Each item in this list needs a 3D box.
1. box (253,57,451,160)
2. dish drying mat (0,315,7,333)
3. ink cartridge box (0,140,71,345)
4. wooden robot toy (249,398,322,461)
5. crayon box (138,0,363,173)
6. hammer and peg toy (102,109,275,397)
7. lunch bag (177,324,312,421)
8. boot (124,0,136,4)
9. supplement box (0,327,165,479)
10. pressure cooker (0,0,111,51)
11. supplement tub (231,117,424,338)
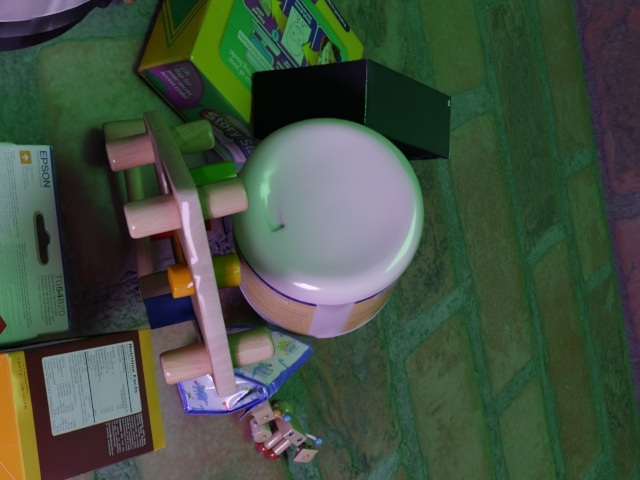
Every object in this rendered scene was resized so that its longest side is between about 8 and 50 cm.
[{"bbox_3d":[0.052,-0.178,1.457,0.261,0.184,0.103,8,80,-57],"label":"box"},{"bbox_3d":[-0.355,0.067,1.045,0.083,0.008,0.032,62,37,-29],"label":"dish drying mat"},{"bbox_3d":[-0.373,0.004,1.081,0.224,0.045,0.223,-3,87,-57],"label":"ink cartridge box"},{"bbox_3d":[-0.066,0.273,1.527,0.173,0.076,0.079,45,14,-45],"label":"wooden robot toy"},{"bbox_3d":[-0.087,-0.273,1.520,0.363,0.106,0.313,46,50,-46],"label":"crayon box"},{"bbox_3d":[-0.160,-0.009,1.184,0.361,0.127,0.266,-125,-157,-60],"label":"hammer and peg toy"},{"bbox_3d":[-0.102,0.178,1.383,0.129,0.151,0.096,-41,119,-53],"label":"lunch bag"},{"bbox_3d":[-0.187,-0.401,1.329,0.073,0.152,0.197,52,42,-62],"label":"boot"},{"bbox_3d":[-0.298,0.171,1.036,0.194,0.191,0.129,-5,86,-57],"label":"supplement box"},{"bbox_3d":[-0.315,-0.373,0.874,0.370,0.420,0.375,46,48,5],"label":"pressure cooker"},{"bbox_3d":[0.000,0.000,1.377,0.331,0.241,0.241,106,-10,-73],"label":"supplement tub"}]
